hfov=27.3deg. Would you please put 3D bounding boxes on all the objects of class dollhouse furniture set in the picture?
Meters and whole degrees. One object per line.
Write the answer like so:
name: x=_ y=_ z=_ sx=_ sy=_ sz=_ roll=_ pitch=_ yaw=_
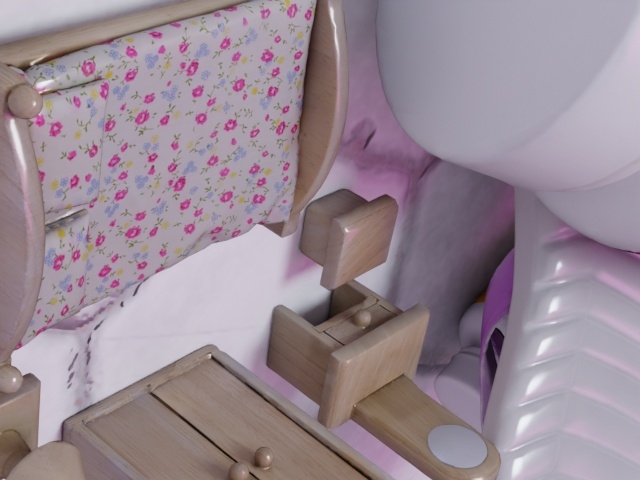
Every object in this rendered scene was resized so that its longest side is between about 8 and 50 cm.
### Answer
dollhouse furniture set: x=0.000 y=0.000 z=0.585 sx=0.303 sy=0.174 sz=0.355 roll=-26 pitch=138 yaw=-42

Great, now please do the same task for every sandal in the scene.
sandal: x=0.158 y=0.051 z=0.832 sx=0.169 sy=0.102 sz=0.416 roll=10 pitch=85 yaw=-31

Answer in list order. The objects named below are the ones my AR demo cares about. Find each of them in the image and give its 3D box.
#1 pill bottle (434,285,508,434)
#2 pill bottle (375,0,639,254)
pill bottle: x=0.181 y=0.054 z=0.952 sx=0.215 sy=0.117 sz=0.117 roll=-44 pitch=148 yaw=-20
pill bottle: x=0.238 y=-0.087 z=0.692 sx=0.392 sy=0.224 sz=0.224 roll=13 pitch=109 yaw=-34
